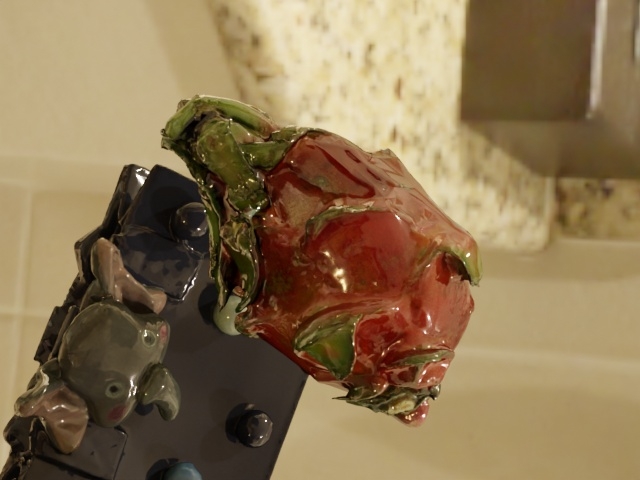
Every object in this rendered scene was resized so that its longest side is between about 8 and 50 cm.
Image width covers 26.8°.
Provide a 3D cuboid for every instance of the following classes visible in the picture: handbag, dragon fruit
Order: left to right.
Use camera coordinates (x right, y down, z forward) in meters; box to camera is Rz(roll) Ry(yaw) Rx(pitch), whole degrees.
[{"bbox_3d":[-0.138,0.115,1.157,0.269,0.118,0.326,26,79,-34],"label":"handbag"},{"bbox_3d":[-0.007,0.014,0.988,0.269,0.198,0.200,25,49,-23],"label":"dragon fruit"}]
